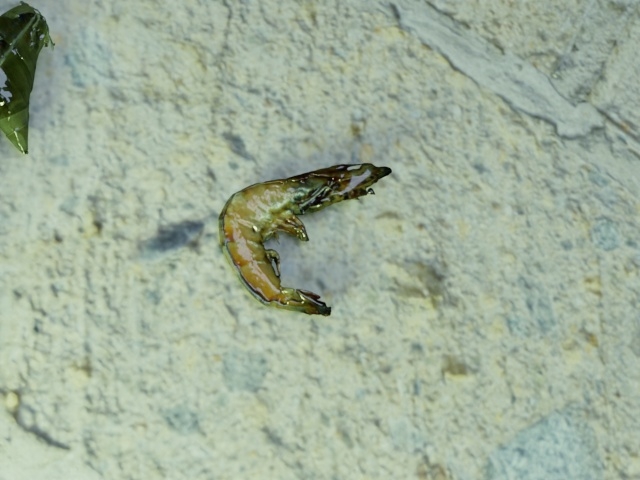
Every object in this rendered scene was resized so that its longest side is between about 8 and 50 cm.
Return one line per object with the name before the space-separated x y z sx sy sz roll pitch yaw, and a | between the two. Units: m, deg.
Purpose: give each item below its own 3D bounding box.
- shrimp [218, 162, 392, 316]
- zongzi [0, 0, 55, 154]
shrimp | 0.001 -0.001 0.937 0.195 0.035 0.148 -18 74 -18
zongzi | -0.280 -0.156 0.896 0.119 0.055 0.109 50 60 -9
